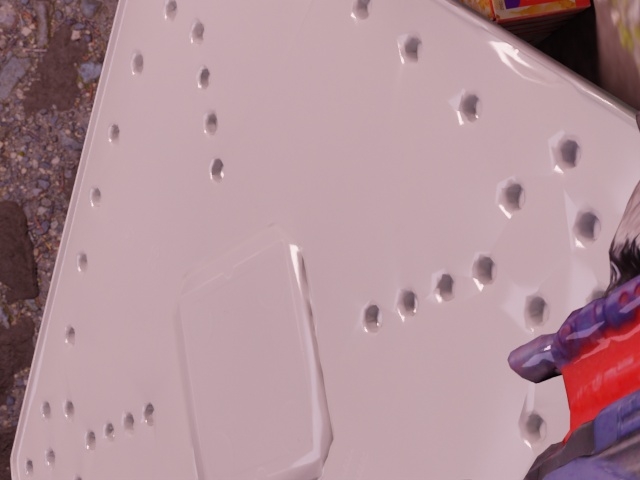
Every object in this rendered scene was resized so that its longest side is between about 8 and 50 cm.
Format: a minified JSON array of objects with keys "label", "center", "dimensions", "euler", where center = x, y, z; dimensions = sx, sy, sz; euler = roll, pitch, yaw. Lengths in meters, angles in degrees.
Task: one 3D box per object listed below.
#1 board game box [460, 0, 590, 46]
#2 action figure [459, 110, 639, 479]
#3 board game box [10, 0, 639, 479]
[{"label":"board game box","center":[0.059,-0.178,0.685],"dimensions":[0.147,0.045,0.193],"euler":[154,105,-79]},{"label":"action figure","center":[0.116,0.132,0.364],"dimensions":[0.341,0.178,0.330],"euler":[-27,67,53]},{"label":"board game box","center":[-0.014,0.059,0.682],"dimensions":[0.390,0.050,0.390],"euler":[43,123,47]}]
